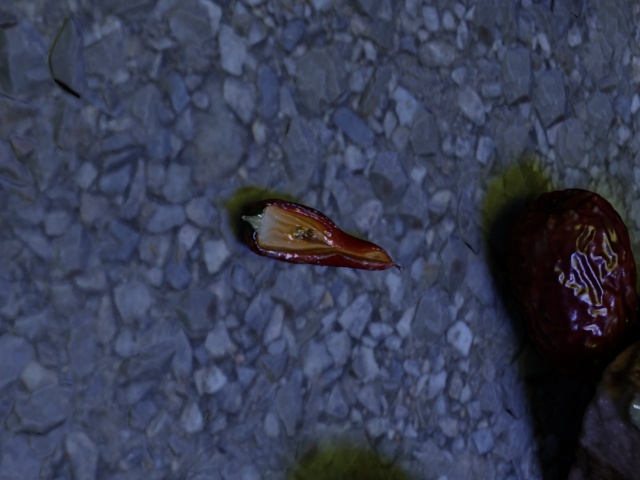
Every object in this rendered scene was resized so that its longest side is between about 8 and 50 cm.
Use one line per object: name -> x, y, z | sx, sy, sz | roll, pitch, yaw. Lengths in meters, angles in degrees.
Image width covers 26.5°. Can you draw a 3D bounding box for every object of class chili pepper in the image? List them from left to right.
chili pepper -> 0.000, 0.000, 1.051 | 0.178, 0.027, 0.045 | 14, 87, -41

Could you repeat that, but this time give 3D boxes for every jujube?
jujube -> 0.228, 0.043, 1.205 | 0.112, 0.109, 0.176 | -19, 111, -5

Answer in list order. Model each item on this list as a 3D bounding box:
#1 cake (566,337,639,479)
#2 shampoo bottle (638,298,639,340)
cake -> 0.353, 0.171, 1.190 | 0.199, 0.196, 0.293 | -35, 150, -31
shampoo bottle -> 0.436, 0.012, 1.395 | 0.309, 0.098, 0.071 | -42, 118, -32
